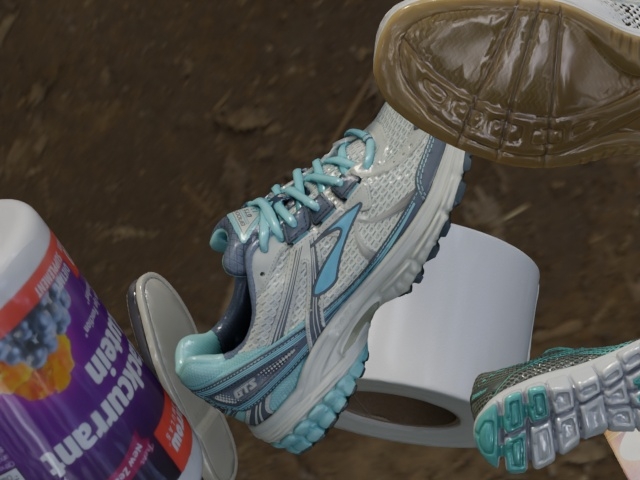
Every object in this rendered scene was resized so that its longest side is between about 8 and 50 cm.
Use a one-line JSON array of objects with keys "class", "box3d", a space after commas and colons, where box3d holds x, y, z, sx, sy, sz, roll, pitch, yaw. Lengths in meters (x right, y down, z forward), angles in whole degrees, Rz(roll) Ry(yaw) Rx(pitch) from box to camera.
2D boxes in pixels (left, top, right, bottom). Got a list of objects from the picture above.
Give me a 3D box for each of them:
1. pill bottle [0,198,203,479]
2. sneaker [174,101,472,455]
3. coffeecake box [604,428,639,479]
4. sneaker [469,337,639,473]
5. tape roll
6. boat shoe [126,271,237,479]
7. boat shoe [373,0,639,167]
[{"class": "pill bottle", "box3d": [-0.118, 0.087, 0.810, 0.108, 0.108, 0.193, -43, 117, -21]}, {"class": "sneaker", "box3d": [0.000, 0.000, 1.195, 0.122, 0.110, 0.283, 24, 100, -15]}, {"class": "coffeecake box", "box3d": [0.337, 0.173, 1.636, 0.142, 0.068, 0.185, -36, 49, 14]}, {"class": "sneaker", "box3d": [0.162, 0.081, 1.086, 0.166, 0.076, 0.065, -11, 110, -8]}, {"class": "tape roll", "box3d": [0.087, 0.093, 1.844, 0.246, 0.246, 0.169, 15, 71, -14]}, {"class": "boat shoe", "box3d": [-0.137, 0.128, 1.618, 0.075, 0.065, 0.206, -45, 119, -58]}, {"class": "boat shoe", "box3d": [0.146, -0.102, 1.073, 0.277, 0.096, 0.098, 6, 116, -24]}]
